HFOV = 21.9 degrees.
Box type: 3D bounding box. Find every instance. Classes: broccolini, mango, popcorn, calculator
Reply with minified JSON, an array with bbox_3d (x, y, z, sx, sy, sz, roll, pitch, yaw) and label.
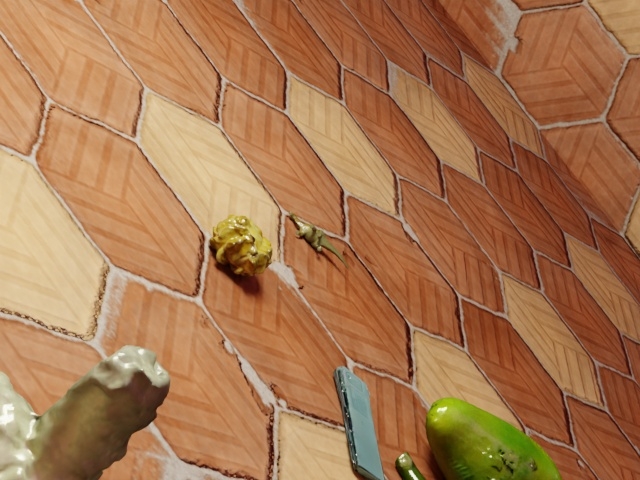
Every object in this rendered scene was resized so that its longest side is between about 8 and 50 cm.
[{"bbox_3d":[0.144,0.345,1.966,0.216,0.058,0.067,53,-21,26],"label":"broccolini"},{"bbox_3d":[0.215,0.284,2.103,0.233,0.111,0.125,38,20,-26],"label":"mango"},{"bbox_3d":[-0.095,0.009,2.010,0.082,0.057,0.083,39,20,-44],"label":"popcorn"},{"bbox_3d":[0.046,0.221,1.993,0.057,0.018,0.172,35,26,-32],"label":"calculator"}]

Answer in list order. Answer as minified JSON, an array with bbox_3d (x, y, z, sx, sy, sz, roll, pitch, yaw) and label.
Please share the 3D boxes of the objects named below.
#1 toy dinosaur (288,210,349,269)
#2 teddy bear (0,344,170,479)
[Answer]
[{"bbox_3d":[-0.001,0.000,2.245,0.113,0.026,0.041,41,5,-1],"label":"toy dinosaur"},{"bbox_3d":[-0.204,0.209,1.133,0.362,0.375,0.327,40,59,21],"label":"teddy bear"}]
